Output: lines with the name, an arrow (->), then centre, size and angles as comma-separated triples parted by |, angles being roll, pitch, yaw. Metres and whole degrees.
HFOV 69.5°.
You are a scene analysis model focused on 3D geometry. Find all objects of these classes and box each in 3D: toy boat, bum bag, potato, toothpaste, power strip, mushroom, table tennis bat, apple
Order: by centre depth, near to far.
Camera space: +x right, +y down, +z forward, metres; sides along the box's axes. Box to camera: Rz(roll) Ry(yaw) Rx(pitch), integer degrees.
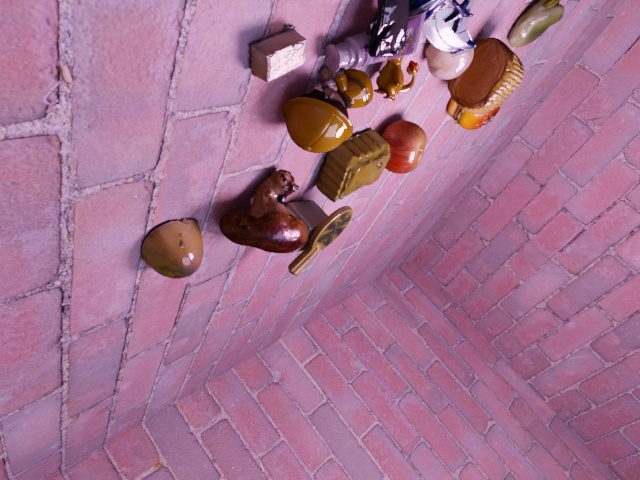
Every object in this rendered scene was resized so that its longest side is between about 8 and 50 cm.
potato -> -0.088, -0.399, 0.988 | 0.122, 0.061, 0.086 | -34, 158, -24
bum bag -> 0.167, -0.553, 1.065 | 0.123, 0.060, 0.248 | -29, 141, -30
toothpaste -> 0.149, -0.497, 1.173 | 0.299, 0.073, 0.114 | -25, 146, -24
toy boat -> 0.366, -0.624, 1.258 | 0.291, 0.070, 0.210 | 9, 136, -36
potato -> -0.392, 0.039, 1.288 | 0.182, 0.117, 0.202 | -28, 158, -27
mushroom -> -0.165, -0.057, 1.426 | 0.267, 0.267, 0.255 | 105, 4, -59
mushroom -> 0.403, -0.588, 1.454 | 0.154, 0.123, 0.154 | 0, 140, 0
table tennis bat -> 0.000, 0.000, 1.659 | 0.321, 0.050, 0.198 | -47, 162, 2
power strip -> -0.081, -0.051, 1.664 | 0.140, 0.139, 0.224 | -50, 160, 26
apple -> 0.300, -0.347, 1.716 | 0.209, 0.164, 0.210 | -53, 158, -33

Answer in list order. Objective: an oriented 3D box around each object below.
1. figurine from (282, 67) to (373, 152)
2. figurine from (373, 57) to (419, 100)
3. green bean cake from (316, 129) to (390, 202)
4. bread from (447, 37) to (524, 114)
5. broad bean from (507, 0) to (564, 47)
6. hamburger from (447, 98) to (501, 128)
figurine -> 0.028, -0.338, 1.197 | 0.256, 0.167, 0.192 | -42, 148, -7
figurine -> 0.224, -0.495, 1.315 | 0.122, 0.121, 0.176 | -11, 129, -14
green bean cake -> 0.119, -0.254, 1.630 | 0.236, 0.124, 0.233 | -29, 158, -35
bread -> 0.595, -0.586, 1.671 | 0.142, 0.227, 0.253 | -5, 140, -49
broad bean -> 0.831, -0.842, 1.781 | 0.169, 0.100, 0.228 | -5, 142, -50
hamburger -> 0.666, -0.574, 1.936 | 0.246, 0.170, 0.246 | -34, 161, -14
